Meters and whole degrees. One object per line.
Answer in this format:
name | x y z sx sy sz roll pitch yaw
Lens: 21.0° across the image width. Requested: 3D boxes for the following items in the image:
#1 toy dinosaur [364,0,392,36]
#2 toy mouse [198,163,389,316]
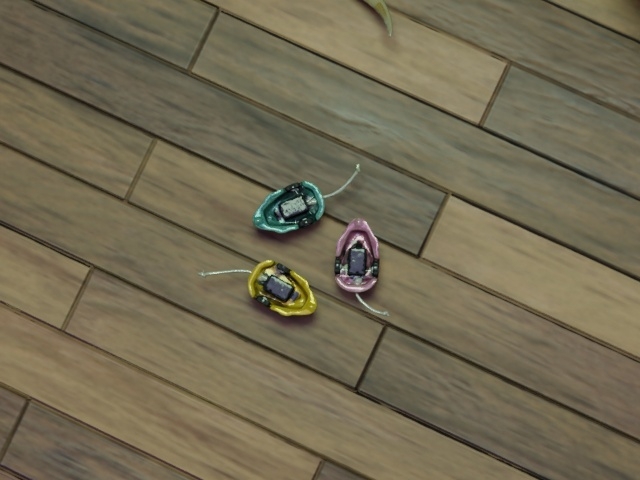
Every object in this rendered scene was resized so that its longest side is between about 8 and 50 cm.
toy dinosaur | 0.008 -0.250 1.491 0.183 0.053 0.092 31 101 14
toy mouse | 0.000 0.000 1.462 0.161 0.031 0.143 25 85 5
